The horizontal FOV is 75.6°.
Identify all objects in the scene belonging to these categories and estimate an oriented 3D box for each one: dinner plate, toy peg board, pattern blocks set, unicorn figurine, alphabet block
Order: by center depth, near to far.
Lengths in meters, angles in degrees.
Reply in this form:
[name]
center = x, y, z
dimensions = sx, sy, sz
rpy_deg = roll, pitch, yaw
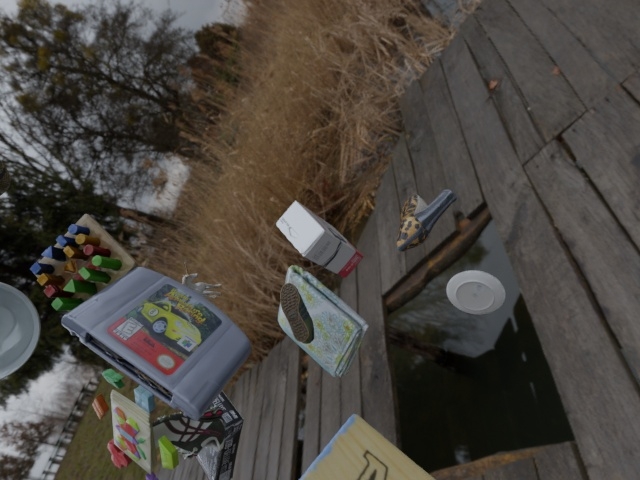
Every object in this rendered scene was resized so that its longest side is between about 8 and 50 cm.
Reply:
[alphabet block]
center = 0.062, 0.455, 0.679
dimensions = 0.193, 0.197, 0.193
rpy_deg = -31, -35, -46
[toy peg board]
center = -0.483, 0.049, 0.810
dimensions = 0.161, 0.160, 0.079
rpy_deg = -48, -11, -4
[pattern blocks set]
center = -0.447, 0.457, 0.979
dimensions = 0.026, 0.285, 0.325
rpy_deg = -32, -55, -54
[dinner plate]
center = 0.391, 0.137, 1.044
dimensions = 0.141, 0.141, 0.017
rpy_deg = -54, 1, 38
[unicorn figurine]
center = -0.334, 0.132, 1.148
dimensions = 0.162, 0.111, 0.060
rpy_deg = 126, 144, -47

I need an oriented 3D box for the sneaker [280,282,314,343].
[sneaker]
center = -0.067, 0.228, 1.259
dimensions = 0.064, 0.086, 0.192
rpy_deg = -26, 59, 8

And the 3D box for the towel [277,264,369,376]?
[towel]
center = -0.005, 0.309, 1.567
dimensions = 0.090, 0.374, 0.321
rpy_deg = -31, -31, -42

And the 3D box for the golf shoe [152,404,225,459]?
[golf shoe]
center = -0.377, 0.532, 1.121
dimensions = 0.105, 0.272, 0.120
rpy_deg = -42, 57, 34

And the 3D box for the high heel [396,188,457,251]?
[high heel]
center = 0.217, -0.030, 1.048
dimensions = 0.186, 0.093, 0.261
rpy_deg = -44, 1, -15

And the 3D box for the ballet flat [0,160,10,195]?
[ballet flat]
center = -0.887, -0.229, 0.854
dimensions = 0.181, 0.483, 0.164
rpy_deg = 21, 69, 40

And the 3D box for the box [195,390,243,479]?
[box]
center = -0.387, 0.671, 1.463
dimensions = 0.242, 0.076, 0.308
rpy_deg = 34, 121, 39

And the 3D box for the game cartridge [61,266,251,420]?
[game cartridge]
center = -0.284, 0.170, 0.764
dimensions = 0.060, 0.294, 0.196
rpy_deg = -62, -7, 32

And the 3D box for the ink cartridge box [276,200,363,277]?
[ink cartridge box]
center = 0.000, 0.000, 1.276
dimensions = 0.100, 0.237, 0.172
rpy_deg = -50, 51, 7

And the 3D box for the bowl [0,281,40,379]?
[bowl]
center = -0.973, 0.253, 1.196
dimensions = 0.134, 0.297, 0.298
rpy_deg = 7, 74, 66
